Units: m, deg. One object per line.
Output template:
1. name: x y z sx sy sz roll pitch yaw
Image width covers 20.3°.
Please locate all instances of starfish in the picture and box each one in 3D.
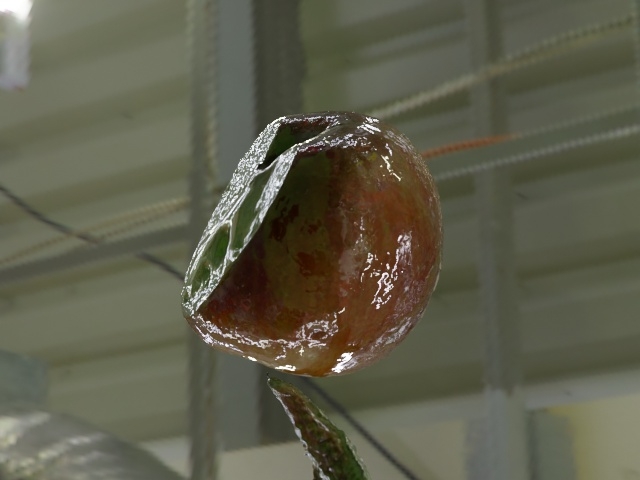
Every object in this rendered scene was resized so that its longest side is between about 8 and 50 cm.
1. starfish: 0.076 0.223 1.159 0.078 0.358 0.347 -44 -96 -3

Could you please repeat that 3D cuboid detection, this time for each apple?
1. apple: 0.000 0.000 1.170 0.195 0.160 0.173 -131 -128 -72
